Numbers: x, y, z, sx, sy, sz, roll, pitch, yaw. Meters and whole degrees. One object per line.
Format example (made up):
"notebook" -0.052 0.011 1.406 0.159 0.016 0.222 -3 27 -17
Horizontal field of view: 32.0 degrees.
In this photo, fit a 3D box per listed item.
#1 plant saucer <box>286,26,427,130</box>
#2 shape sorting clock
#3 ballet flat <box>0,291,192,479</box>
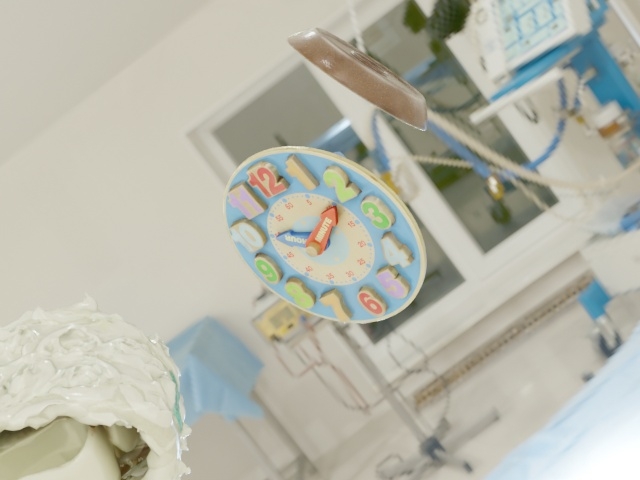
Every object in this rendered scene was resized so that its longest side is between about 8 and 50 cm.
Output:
"plant saucer" 0.044 -0.168 1.128 0.029 0.168 0.168 -57 5 12
"shape sorting clock" 0.000 0.000 1.045 0.206 0.206 0.040 -29 16 44
"ballet flat" -0.238 0.155 0.493 0.409 0.147 0.147 -31 7 -15
